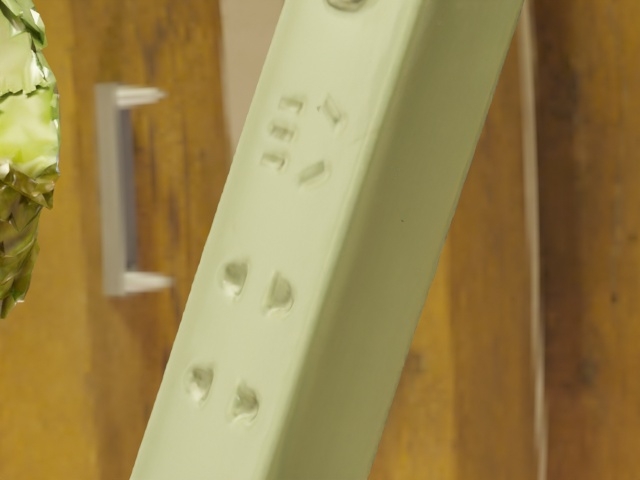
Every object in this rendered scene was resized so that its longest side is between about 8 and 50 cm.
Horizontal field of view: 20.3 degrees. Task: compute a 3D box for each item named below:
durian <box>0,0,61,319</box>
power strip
[{"bbox_3d":[-0.192,-0.093,0.423,0.352,0.169,0.158,45,-164,11],"label":"durian"},{"bbox_3d":[0.000,0.000,0.731,0.062,0.091,0.385,15,-86,-40],"label":"power strip"}]
